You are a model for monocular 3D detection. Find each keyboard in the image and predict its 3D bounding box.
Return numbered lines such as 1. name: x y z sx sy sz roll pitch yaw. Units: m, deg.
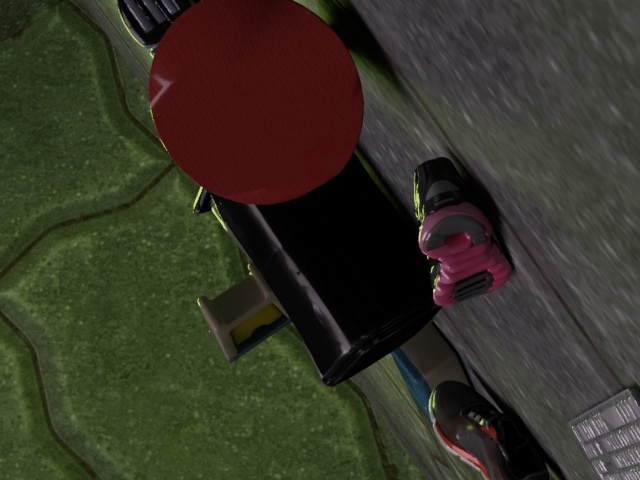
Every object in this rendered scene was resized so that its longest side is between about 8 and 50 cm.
1. keyboard: 0.174 0.124 0.955 0.072 0.014 0.256 54 175 9

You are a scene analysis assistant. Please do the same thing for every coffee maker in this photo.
1. coffee maker: 0.000 0.000 1.208 0.178 0.120 0.171 54 175 13

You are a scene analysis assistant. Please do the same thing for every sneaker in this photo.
1. sneaker: 0.073 -0.006 0.932 0.119 0.047 0.057 72 178 -62
2. sneaker: 0.144 0.157 1.377 0.158 0.061 0.065 50 147 41
3. sneaker: -0.090 -0.148 1.511 0.223 0.083 0.098 60 -164 -5

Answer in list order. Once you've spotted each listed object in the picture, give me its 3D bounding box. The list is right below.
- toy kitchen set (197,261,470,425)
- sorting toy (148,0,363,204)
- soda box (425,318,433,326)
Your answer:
1. toy kitchen set: 0.014 0.107 1.550 0.207 0.166 0.122 53 175 35
2. sorting toy: -0.082 -0.199 0.941 0.365 0.127 0.126 59 -155 -9
3. soda box: 0.035 0.024 1.386 0.058 0.061 0.181 51 174 35
